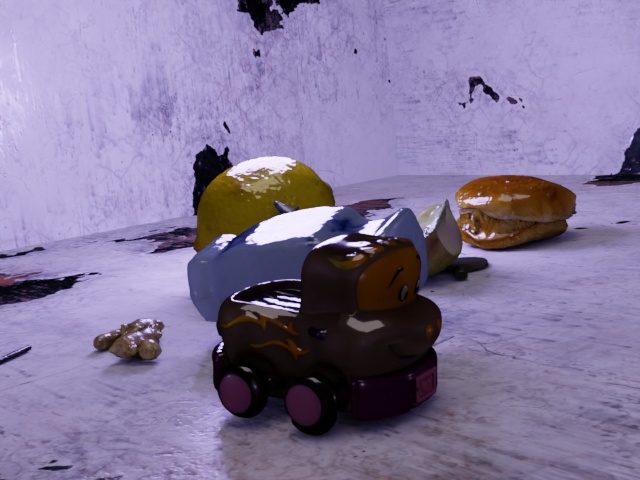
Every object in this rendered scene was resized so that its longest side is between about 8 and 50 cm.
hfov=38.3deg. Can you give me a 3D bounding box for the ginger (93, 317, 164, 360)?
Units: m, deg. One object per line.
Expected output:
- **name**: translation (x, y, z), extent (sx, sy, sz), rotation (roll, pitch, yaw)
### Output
- **ginger**: translation (-0.339, 0.178, 1.693), extent (0.193, 0.052, 0.176), rotation (-2, 15, 29)

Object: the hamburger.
- **hamburger**: translation (0.505, -0.080, 2.382), extent (0.314, 0.170, 0.290), rotation (-10, 16, -31)

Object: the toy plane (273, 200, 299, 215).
- **toy plane**: translation (0.004, -0.006, 1.968), extent (0.212, 0.267, 0.088), rotation (-41, -7, -34)

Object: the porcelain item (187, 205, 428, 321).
- **porcelain item**: translation (-0.026, 0.053, 1.643), extent (0.405, 0.178, 0.242), rotation (-8, 19, 28)

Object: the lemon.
- **lemon**: translation (-0.125, -0.041, 2.158), extent (0.336, 0.335, 0.336), rotation (-6, 9, 1)

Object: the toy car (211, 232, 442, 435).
- **toy car**: translation (0.004, 0.111, 1.282), extent (0.341, 0.240, 0.271), rotation (3, 11, 32)

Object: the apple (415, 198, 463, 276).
- **apple**: translation (0.225, 0.024, 2.063), extent (0.193, 0.120, 0.265), rotation (-38, 6, 22)

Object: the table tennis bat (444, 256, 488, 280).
- **table tennis bat**: translation (0.317, 0.061, 2.096), extent (0.131, 0.022, 0.234), rotation (-4, 7, 9)

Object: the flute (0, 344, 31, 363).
- **flute**: translation (-0.612, 0.232, 1.659), extent (0.014, 0.014, 0.269), rotation (-2, 10, 23)
